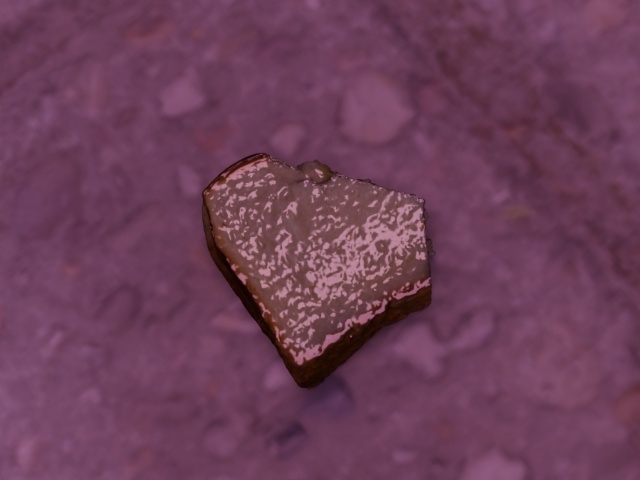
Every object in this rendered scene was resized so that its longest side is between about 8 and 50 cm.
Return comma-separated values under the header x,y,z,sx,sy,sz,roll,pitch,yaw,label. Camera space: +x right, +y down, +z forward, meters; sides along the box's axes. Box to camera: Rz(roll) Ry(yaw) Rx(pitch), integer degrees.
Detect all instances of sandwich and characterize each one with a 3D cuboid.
x,y,z,sx,sy,sz,roll,pitch,yaw,label
0.000,0.000,0.809,0.093,0.036,0.105,-38,74,-1,sandwich
